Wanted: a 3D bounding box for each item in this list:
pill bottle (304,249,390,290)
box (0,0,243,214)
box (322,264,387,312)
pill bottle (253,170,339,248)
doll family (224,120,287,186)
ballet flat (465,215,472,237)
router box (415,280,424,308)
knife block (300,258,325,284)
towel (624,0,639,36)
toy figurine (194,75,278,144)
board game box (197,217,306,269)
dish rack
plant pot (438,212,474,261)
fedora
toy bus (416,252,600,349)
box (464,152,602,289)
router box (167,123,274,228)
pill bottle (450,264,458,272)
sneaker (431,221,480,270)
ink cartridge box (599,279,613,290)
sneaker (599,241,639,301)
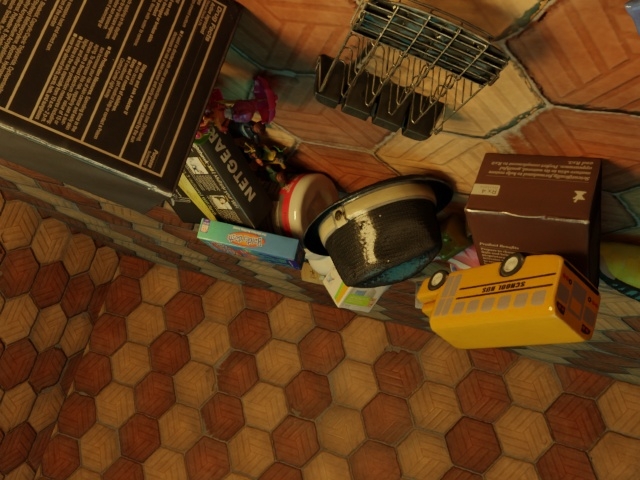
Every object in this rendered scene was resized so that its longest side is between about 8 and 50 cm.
[{"bbox_3d":[0.072,0.038,1.581,0.169,0.169,0.302,1,159,46],"label":"pill bottle"},{"bbox_3d":[-0.305,-0.228,0.749,0.294,0.296,0.183,23,164,-24],"label":"box"},{"bbox_3d":[0.115,0.071,1.442,0.114,0.203,0.103,15,-152,-36],"label":"box"},{"bbox_3d":[-0.128,-0.079,1.353,0.319,0.176,0.176,7,162,34],"label":"pill bottle"},{"bbox_3d":[-0.128,-0.185,1.169,0.111,0.075,0.193,10,162,43],"label":"doll family"},{"bbox_3d":[0.422,-0.010,1.199,0.233,0.073,0.080,12,163,16],"label":"ballet flat"},{"bbox_3d":[0.491,0.163,1.603,0.301,0.082,0.336,7,172,-31],"label":"router box"},{"bbox_3d":[0.000,0.000,1.737,0.088,0.241,0.276,10,-151,27],"label":"knife block"},{"bbox_3d":[0.501,-0.185,0.529,0.336,0.040,0.243,2,159,45],"label":"towel"},{"bbox_3d":[-0.154,-0.222,0.938,0.159,0.173,0.130,-2,123,19],"label":"toy figurine"},{"bbox_3d":[-0.144,0.011,1.231,0.211,0.047,0.160,13,170,7],"label":"board game box"},{"bbox_3d":[0.110,-0.229,0.746,0.209,0.074,0.271,18,164,-10],"label":"dish rack"},{"bbox_3d":[0.282,0.000,1.241,0.081,0.081,0.083,-37,177,26],"label":"plant pot"},{"bbox_3d":[0.135,0.004,1.166,0.334,0.152,0.334,-14,159,-5],"label":"fedora"},{"bbox_3d":[0.307,0.114,0.990,0.108,0.130,0.333,37,151,-20],"label":"toy bus"},{"bbox_3d":[0.401,0.019,1.034,0.191,0.143,0.381,9,150,30],"label":"box"},{"bbox_3d":[-0.271,-0.163,1.176,0.243,0.081,0.308,7,140,37],"label":"router box"},{"bbox_3d":[0.409,0.061,1.470,0.078,0.078,0.137,22,165,-18],"label":"pill bottle"},{"bbox_3d":[0.309,-0.008,1.335,0.314,0.115,0.136,18,142,6],"label":"sneaker"},{"bbox_3d":[0.622,0.062,1.224,0.048,0.083,0.028,13,165,15],"label":"ink cartridge box"},{"bbox_3d":[0.725,0.061,1.075,0.385,0.145,0.147,20,129,28],"label":"sneaker"}]
